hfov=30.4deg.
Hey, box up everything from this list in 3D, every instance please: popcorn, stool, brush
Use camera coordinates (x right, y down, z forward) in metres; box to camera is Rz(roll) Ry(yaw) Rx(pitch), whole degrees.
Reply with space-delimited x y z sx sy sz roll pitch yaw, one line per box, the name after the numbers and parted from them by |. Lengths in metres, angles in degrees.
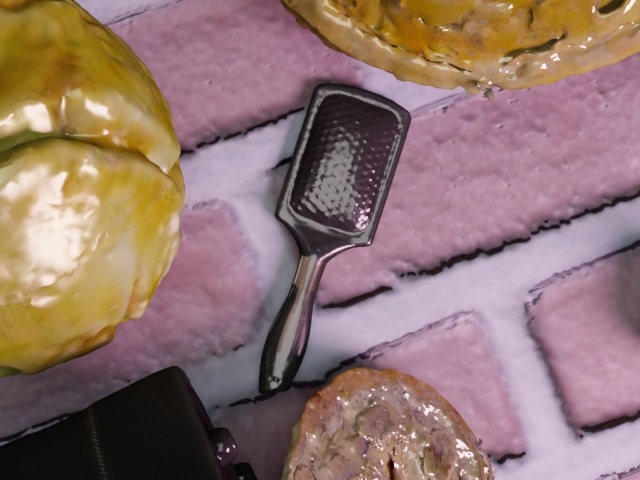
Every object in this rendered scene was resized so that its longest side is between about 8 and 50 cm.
-0.173 -0.038 0.618 0.204 0.183 0.221 -21 82 -35 | popcorn
-0.076 0.189 0.580 0.141 0.232 0.232 -26 86 -8 | stool
0.000 0.000 0.700 0.063 0.016 0.193 17 83 0 | brush

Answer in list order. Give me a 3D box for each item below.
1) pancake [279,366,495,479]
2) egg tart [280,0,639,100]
0.039 0.147 0.650 0.158 0.028 0.158 16 63 -34 | pancake
0.090 -0.242 0.597 0.341 0.132 0.341 2 95 16 | egg tart
